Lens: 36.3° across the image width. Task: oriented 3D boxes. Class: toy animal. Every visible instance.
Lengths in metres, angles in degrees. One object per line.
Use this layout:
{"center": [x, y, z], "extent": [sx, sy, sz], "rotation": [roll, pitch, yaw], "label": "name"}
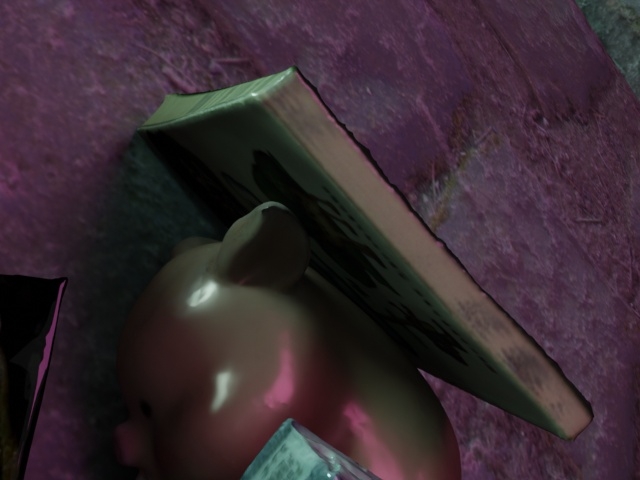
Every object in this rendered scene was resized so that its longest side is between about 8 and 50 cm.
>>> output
{"center": [-0.034, 0.132, 0.629], "extent": [0.256, 0.195, 0.213], "rotation": [47, 71, -14], "label": "toy animal"}

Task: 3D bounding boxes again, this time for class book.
{"center": [0.000, 0.000, 0.665], "extent": [0.260, 0.043, 0.371], "rotation": [47, -10, -16], "label": "book"}

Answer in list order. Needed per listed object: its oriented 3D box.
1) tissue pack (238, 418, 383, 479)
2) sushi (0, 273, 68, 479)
{"center": [-0.020, 0.241, 0.496], "extent": [0.185, 0.257, 0.081], "rotation": [38, 0, -28], "label": "tissue pack"}
{"center": [-0.211, 0.134, 0.450], "extent": [0.109, 0.134, 0.273], "rotation": [18, 64, -29], "label": "sushi"}
